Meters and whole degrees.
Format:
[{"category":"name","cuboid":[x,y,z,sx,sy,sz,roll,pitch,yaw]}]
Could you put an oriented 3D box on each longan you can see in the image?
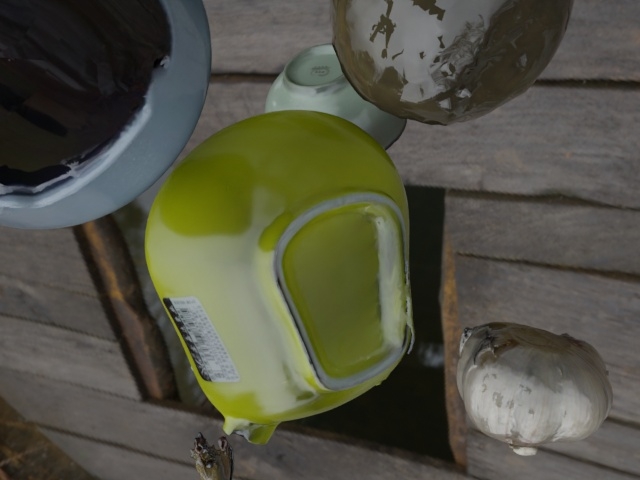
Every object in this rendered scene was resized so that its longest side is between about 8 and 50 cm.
[{"category":"longan","cuboid":[0.208,-0.388,1.278,0.404,0.404,0.436,37,167,1]}]

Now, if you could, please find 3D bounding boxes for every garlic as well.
[{"category":"garlic","cuboid":[0.427,0.285,1.557,0.322,0.322,0.241,28,130,11]}]

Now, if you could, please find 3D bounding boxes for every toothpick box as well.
[{"category":"toothpick box","cuboid":[-0.210,-0.146,0.439,0.263,0.263,0.355,19,173,19]}]

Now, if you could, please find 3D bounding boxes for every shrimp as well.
[{"category":"shrimp","cuboid":[-0.229,0.429,1.567,0.066,0.117,0.262,-5,137,3]}]

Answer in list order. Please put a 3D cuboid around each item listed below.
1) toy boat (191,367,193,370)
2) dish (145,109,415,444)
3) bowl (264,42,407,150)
[{"category":"toy boat","cuboid":[-0.227,0.302,1.839,0.141,0.140,0.269,23,158,15]},{"category":"dish","cuboid":[-0.003,0.035,0.590,0.108,0.221,0.262,19,124,59]},{"category":"bowl","cuboid":[0.019,-0.340,1.827,0.354,0.354,0.185,9,141,26]}]
